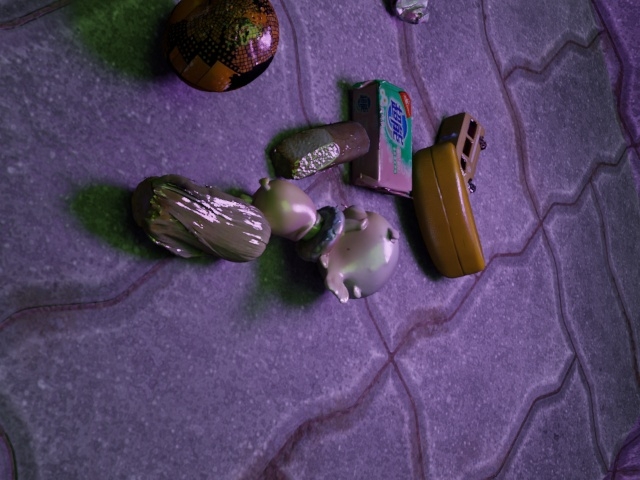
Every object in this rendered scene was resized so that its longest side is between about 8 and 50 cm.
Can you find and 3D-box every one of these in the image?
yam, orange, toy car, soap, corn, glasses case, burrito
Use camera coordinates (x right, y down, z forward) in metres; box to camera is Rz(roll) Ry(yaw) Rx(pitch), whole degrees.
[{"bbox_3d":[0.004,-0.210,1.871,0.259,0.106,0.106,-25,103,-50],"label":"yam"},{"bbox_3d":[-0.190,-0.386,1.567,0.234,0.235,0.182,-64,145,-34],"label":"orange"},{"bbox_3d":[0.385,-0.237,2.319,0.124,0.101,0.256,43,52,-33],"label":"toy car"},{"bbox_3d":[0.157,-0.250,2.057,0.218,0.098,0.273,12,77,-55],"label":"soap"},{"bbox_3d":[-0.223,-0.038,1.551,0.305,0.123,0.122,18,45,-47],"label":"corn"},{"bbox_3d":[0.332,-0.068,2.185,0.173,0.141,0.371,-70,144,-68],"label":"glasses case"},{"bbox_3d":[0.251,-0.696,2.251,0.144,0.089,0.228,34,57,-25],"label":"burrito"}]

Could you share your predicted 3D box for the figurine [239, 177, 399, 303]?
[{"bbox_3d":[0.000,0.000,1.748,0.394,0.227,0.274,35,31,-30],"label":"figurine"}]
